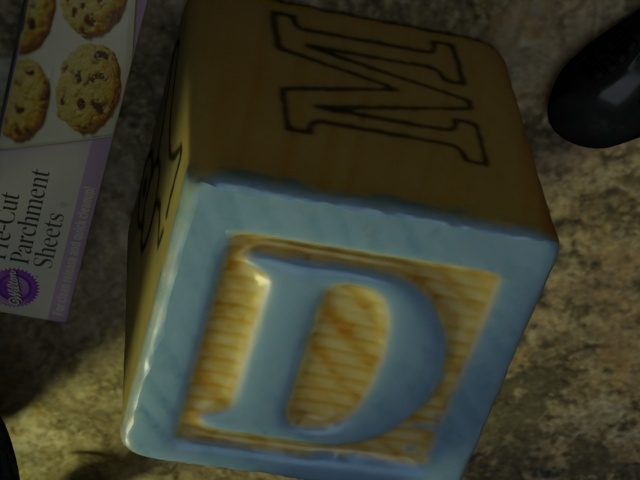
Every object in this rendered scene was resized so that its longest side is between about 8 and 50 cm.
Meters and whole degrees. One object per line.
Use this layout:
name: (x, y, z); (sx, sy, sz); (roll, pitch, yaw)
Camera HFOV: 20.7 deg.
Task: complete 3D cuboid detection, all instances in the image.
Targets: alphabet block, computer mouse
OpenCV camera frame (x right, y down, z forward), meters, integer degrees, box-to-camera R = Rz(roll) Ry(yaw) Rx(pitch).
alphabet block: (0.000, 0.000, 0.968); (0.193, 0.197, 0.192); (11, 125, -13)
computer mouse: (0.235, -0.126, 0.993); (0.242, 0.041, 0.071); (-36, 120, 19)

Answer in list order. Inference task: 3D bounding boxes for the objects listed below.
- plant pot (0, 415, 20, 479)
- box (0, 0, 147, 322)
plant pot: (-0.302, 0.144, 0.998); (0.236, 0.212, 0.236); (-33, 125, -8)
box: (-0.137, -0.099, 0.965); (0.067, 0.063, 0.324); (12, 124, -12)
